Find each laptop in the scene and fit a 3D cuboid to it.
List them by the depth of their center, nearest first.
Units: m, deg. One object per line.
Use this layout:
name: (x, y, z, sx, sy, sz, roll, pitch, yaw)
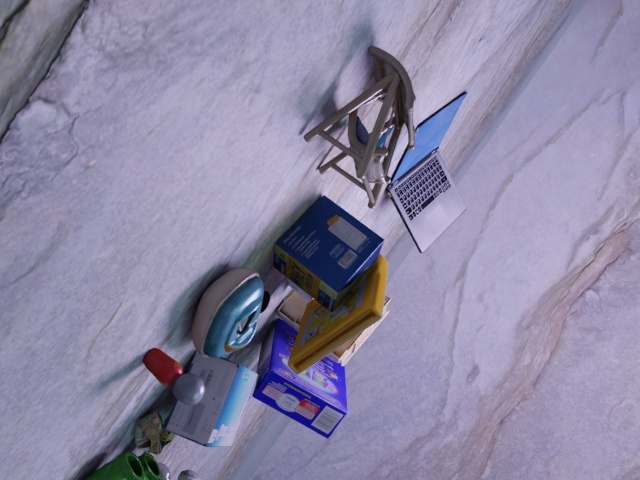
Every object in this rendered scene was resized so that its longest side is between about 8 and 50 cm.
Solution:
laptop: (0.426, -0.236, 2.465, 0.236, 0.408, 0.382, -19, -167, 44)

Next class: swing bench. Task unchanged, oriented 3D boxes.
swing bench: (0.116, -0.241, 1.564, 0.254, 0.165, 0.253, -52, 166, -4)

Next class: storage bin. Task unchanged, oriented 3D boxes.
storage bin: (0.042, 0.217, 2.238, 0.260, 0.262, 0.123, -47, 164, -22)

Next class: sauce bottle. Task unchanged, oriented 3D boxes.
sauce bottle: (-0.422, 0.533, 1.960, 0.128, 0.042, 0.042, -59, 165, 15)

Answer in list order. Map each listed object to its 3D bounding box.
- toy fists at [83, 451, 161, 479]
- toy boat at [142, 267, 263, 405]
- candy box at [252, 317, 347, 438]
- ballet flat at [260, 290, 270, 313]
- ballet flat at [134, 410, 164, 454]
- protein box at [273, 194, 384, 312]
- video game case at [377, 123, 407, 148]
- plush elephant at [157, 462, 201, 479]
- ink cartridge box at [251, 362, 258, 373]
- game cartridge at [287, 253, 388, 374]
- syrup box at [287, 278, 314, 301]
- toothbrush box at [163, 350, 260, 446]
toy fists: (-0.489, 0.595, 1.744, 0.142, 0.096, 0.279, -29, 164, -5)
toy boat: (-0.235, 0.221, 1.584, 0.318, 0.148, 0.267, -43, 163, -36)
candy box: (-0.057, 0.412, 2.173, 0.122, 0.268, 0.317, -54, -168, 19)
ballet flat: (-0.189, 0.179, 1.878, 0.173, 0.049, 0.057, -38, 117, -51)
ballet flat: (-0.437, 0.490, 1.797, 0.067, 0.073, 0.206, -15, 145, -25)
protein box: (0.018, 0.033, 1.835, 0.200, 0.201, 0.136, -47, 165, -24)
video game case: (0.213, -0.302, 2.040, 0.119, 0.015, 0.166, -54, 166, 7)
plush elephant: (-0.504, 0.770, 1.926, 0.255, 0.272, 0.330, 11, 83, -36)
ink cartridge box: (-0.168, 0.414, 2.488, 0.207, 0.046, 0.097, -49, 165, -15)
game cartridge: (0.051, 0.182, 1.883, 0.285, 0.052, 0.323, -37, -165, 21)
syrup box: (0.014, 0.063, 2.114, 0.237, 0.096, 0.093, -50, 167, -12)
toothbrush box: (-0.277, 0.422, 1.882, 0.295, 0.126, 0.216, 67, 44, -73)
